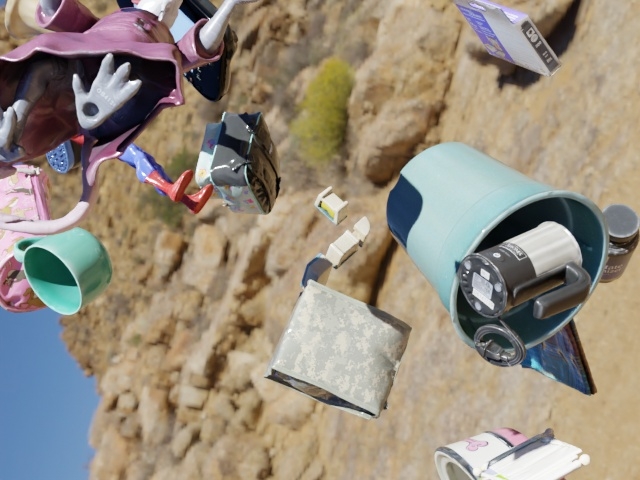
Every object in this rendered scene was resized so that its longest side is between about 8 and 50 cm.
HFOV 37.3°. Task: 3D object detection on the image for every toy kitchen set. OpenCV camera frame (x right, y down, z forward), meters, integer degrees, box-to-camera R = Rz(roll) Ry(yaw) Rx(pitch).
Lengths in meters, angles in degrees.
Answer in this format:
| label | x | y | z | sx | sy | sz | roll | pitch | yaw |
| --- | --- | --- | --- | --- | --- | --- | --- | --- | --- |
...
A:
| label | x | y | z | sx | sy | sz | roll | pitch | yaw |
| --- | --- | --- | --- | --- | --- | --- | --- | --- | --- |
| toy kitchen set | 0.000 | 0.000 | 2.344 | 0.207 | 0.166 | 0.122 | -40 | -16 | -26 |

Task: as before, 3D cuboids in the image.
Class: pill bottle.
| label | x | y | z | sx | sy | sz | roll | pitch | yaw |
| --- | --- | --- | --- | --- | --- | --- | --- | --- | --- |
| pill bottle | 0.700 | 0.005 | 2.293 | 0.219 | 0.123 | 0.122 | 82 | -163 | -61 |

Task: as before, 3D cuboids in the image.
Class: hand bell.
| label | x | y | z | sx | sy | sz | roll | pitch | yaw |
| --- | --- | --- | --- | --- | --- | --- | --- | --- | --- |
| hand bell | -0.372 | -0.334 | 1.534 | 0.126 | 0.242 | 0.126 | -59 | -11 | -19 |

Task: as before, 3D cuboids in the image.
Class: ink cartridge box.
| label | x | y | z | sx | sy | sz | roll | pitch | yaw |
| --- | --- | --- | --- | --- | --- | --- | --- | --- | --- |
| ink cartridge box | 0.368 | -0.436 | 1.926 | 0.045 | 0.208 | 0.206 | -49 | 37 | 0 |

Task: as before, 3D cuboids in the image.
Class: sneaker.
| label | x | y | z | sx | sy | sz | roll | pitch | yaw |
| --- | --- | --- | --- | --- | --- | --- | --- | --- | --- |
| sneaker | -0.485 | -0.247 | 1.816 | 0.090 | 0.081 | 0.232 | -43 | -33 | -49 |

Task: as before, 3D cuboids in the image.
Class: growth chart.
| label | x | y | z | sx | sy | sz | roll | pitch | yaw |
| --- | --- | --- | --- | --- | --- | --- | --- | --- | --- |
| growth chart | 0.303 | 0.339 | 1.413 | 0.021 | 0.172 | 0.237 | 63 | 177 | 0 |

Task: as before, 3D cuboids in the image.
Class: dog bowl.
| label | x | y | z | sx | sy | sz | roll | pitch | yaw |
| --- | --- | --- | --- | --- | --- | --- | --- | --- | --- |
| dog bowl | 0.402 | 0.552 | 1.877 | 0.408 | 0.150 | 0.408 | 56 | 168 | 17 |

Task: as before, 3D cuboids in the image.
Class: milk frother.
| label | x | y | z | sx | sy | sz | roll | pitch | yaw |
| --- | --- | --- | --- | --- | --- | --- | --- | --- | --- |
| milk frother | 0.254 | 0.070 | 1.192 | 0.129 | 0.135 | 0.143 | 53 | 147 | 28 |

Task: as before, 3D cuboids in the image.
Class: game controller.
| label | x | y | z | sx | sy | sz | roll | pitch | yaw |
| --- | --- | --- | --- | --- | --- | --- | --- | --- | --- |
| game controller | -0.247 | -0.368 | 1.554 | 0.067 | 0.319 | 0.166 | -24 | -31 | -36 |

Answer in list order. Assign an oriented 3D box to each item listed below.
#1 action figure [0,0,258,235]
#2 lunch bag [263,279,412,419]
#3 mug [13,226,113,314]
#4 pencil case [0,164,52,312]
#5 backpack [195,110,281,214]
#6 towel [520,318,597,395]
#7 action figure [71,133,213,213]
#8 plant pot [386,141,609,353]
| label | x | y | z | sx | sy | sz | roll | pitch | yaw |
| --- | --- | --- | --- | --- | --- | --- | --- | --- | --- |
| action figure | -0.211 | -0.186 | 1.048 | 0.370 | 0.248 | 0.275 | -78 | 4 | -63 |
| lunch bag | 0.049 | 0.259 | 2.192 | 0.169 | 0.287 | 0.235 | 122 | 172 | -69 |
| mug | -0.413 | 0.032 | 1.550 | 0.129 | 0.157 | 0.097 | -39 | 1 | 45 |
| pencil case | -0.617 | -0.012 | 1.971 | 0.386 | 0.160 | 0.167 | -122 | 22 | -50 |
| backpack | -0.151 | -0.138 | 1.815 | 0.188 | 0.144 | 0.165 | 53 | -141 | -57 |
| towel | 0.523 | 0.214 | 2.266 | 0.370 | 0.040 | 0.271 | -162 | 51 | -78 |
| action figure | -0.259 | -0.158 | 1.354 | 0.139 | 0.280 | 0.091 | -60 | -27 | -6 |
| plant pot | 0.312 | -0.011 | 1.830 | 0.334 | 0.341 | 0.341 | 48 | 131 | 51 |
